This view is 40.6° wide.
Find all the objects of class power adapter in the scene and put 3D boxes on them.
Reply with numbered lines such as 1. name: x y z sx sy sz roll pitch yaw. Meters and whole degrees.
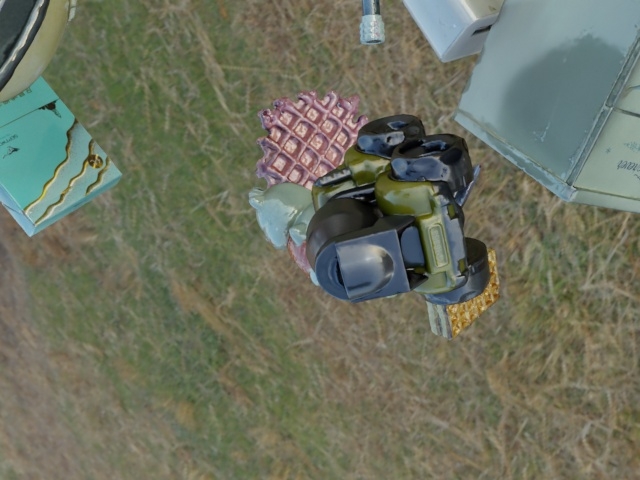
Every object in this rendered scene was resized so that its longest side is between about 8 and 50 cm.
1. power adapter: 0.219 -0.428 1.477 0.204 0.130 0.125 59 149 12

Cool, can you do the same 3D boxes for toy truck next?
1. toy truck: 0.055 -0.023 0.832 0.224 0.165 0.147 -124 17 -65

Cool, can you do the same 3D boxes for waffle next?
1. waffle: 0.236 0.084 1.420 0.042 0.148 0.102 18 133 44
2. waffle: -0.006 -0.144 1.501 0.055 0.221 0.234 -158 61 -65

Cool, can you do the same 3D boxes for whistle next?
1. whistle: 0.001 -0.001 1.146 0.253 0.102 0.105 34 135 22

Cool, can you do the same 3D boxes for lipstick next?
1. lipstick: 0.070 -0.337 1.220 0.037 0.037 0.116 -3 92 40

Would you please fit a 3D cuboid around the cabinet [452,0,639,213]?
1. cabinet: 0.228 -0.142 0.626 0.150 0.145 0.206 50 126 49

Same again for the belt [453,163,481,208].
1. belt: 0.177 -0.106 1.602 0.122 0.128 0.218 30 171 -21

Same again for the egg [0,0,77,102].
1. egg: -0.270 -0.202 0.671 0.164 0.164 0.201 24 120 23

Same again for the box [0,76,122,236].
1. box: -0.415 -0.137 1.221 0.229 0.162 0.041 50 142 -1

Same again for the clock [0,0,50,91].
1. clock: -0.230 -0.169 0.337 0.066 0.319 0.318 14 130 28
